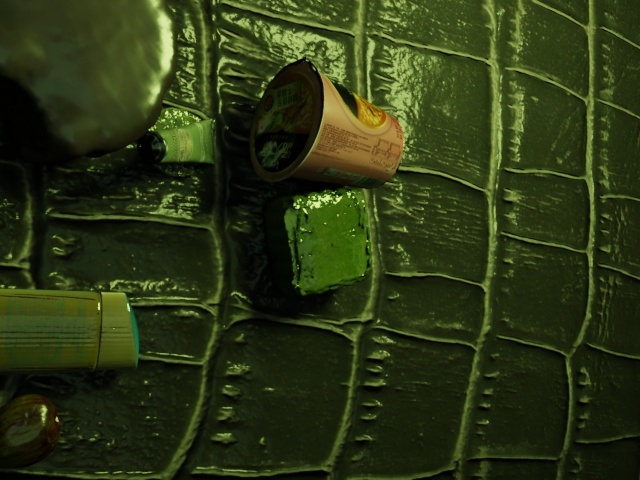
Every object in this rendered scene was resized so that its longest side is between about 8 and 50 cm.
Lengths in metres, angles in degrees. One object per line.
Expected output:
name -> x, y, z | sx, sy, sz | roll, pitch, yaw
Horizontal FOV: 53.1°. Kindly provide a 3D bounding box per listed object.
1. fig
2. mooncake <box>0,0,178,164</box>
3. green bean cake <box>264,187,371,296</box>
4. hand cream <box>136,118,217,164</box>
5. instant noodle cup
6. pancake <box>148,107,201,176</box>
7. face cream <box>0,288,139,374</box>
fig -> -0.502, 0.314, 1.031 | 0.154, 0.103, 0.109 | -13, 60, -19
mooncake -> -0.408, -0.319, 1.015 | 0.350, 0.212, 0.381 | -26, 107, -27
green bean cake -> 0.000, 0.000, 1.310 | 0.200, 0.113, 0.214 | -12, 97, -29
hand cream -> -0.243, -0.173, 1.142 | 0.235, 0.055, 0.086 | -27, 120, -66
instant noodle cup -> 0.024, -0.207, 1.279 | 0.255, 0.244, 0.244 | 11, 84, -39
pancake -> -0.274, -0.187, 1.204 | 0.116, 0.022, 0.130 | 21, 80, -28
face cream -> -0.447, 0.153, 1.077 | 0.285, 0.067, 0.139 | 5, 88, -29
